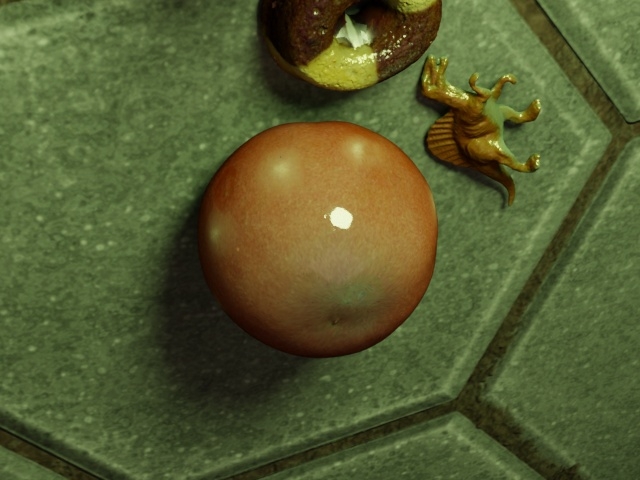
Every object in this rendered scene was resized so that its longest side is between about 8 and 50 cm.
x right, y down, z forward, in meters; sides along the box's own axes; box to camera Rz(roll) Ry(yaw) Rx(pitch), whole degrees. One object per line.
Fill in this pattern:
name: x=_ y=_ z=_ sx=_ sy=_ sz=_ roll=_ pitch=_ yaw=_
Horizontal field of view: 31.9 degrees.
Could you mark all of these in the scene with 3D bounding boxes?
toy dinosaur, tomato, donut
toy dinosaur: x=0.175 y=-0.111 z=1.262 sx=0.142 sy=0.057 sz=0.212 roll=-1 pitch=127 yaw=-6
tomato: x=0.000 y=0.000 z=1.179 sx=0.256 sy=0.224 sz=0.255 roll=-7 pitch=136 yaw=-7
donut: x=0.035 y=-0.222 z=1.108 sx=0.184 sy=0.073 sz=0.166 roll=-19 pitch=129 yaw=-7
